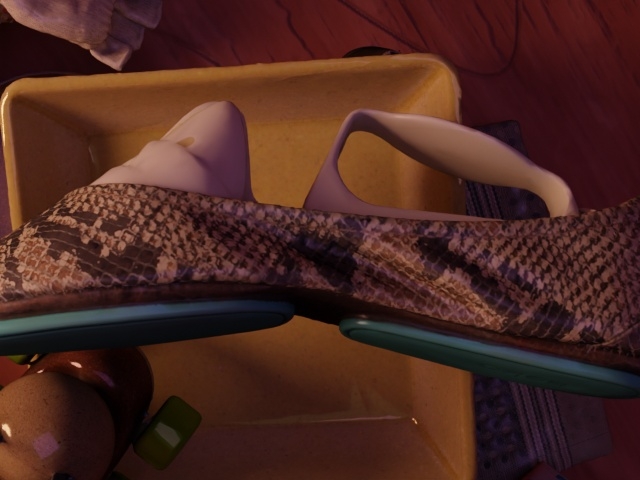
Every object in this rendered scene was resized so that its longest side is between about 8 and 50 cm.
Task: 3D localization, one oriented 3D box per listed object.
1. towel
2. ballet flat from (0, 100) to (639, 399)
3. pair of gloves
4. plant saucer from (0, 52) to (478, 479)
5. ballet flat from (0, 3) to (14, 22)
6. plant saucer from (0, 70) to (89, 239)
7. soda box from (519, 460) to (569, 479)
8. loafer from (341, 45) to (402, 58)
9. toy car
[{"bbox_3d":[0.073,0.083,0.968,0.312,0.056,0.324,-16,90,-14],"label":"towel"},{"bbox_3d":[0.000,0.000,0.733,0.483,0.164,0.182,4,78,-7],"label":"ballet flat"},{"bbox_3d":[-0.176,-0.253,0.793,0.204,0.042,0.240,35,56,-26],"label":"pair of gloves"},{"bbox_3d":[-0.055,0.034,0.853,0.333,0.081,0.333,-3,100,4],"label":"plant saucer"},{"bbox_3d":[-0.190,-0.256,0.902,0.077,0.091,0.241,36,86,-32],"label":"ballet flat"},{"bbox_3d":[-0.214,-0.037,0.913,0.198,0.036,0.198,0,89,-12],"label":"plant saucer"},{"bbox_3d":[0.224,0.278,0.958,0.058,0.063,0.183,-38,113,-9],"label":"soda box"},{"bbox_3d":[0.051,-0.054,0.901,0.080,0.078,0.220,-9,87,-14],"label":"loafer"},{"bbox_3d":[-0.188,0.141,0.746,0.155,0.188,0.149,37,101,-2],"label":"toy car"}]
